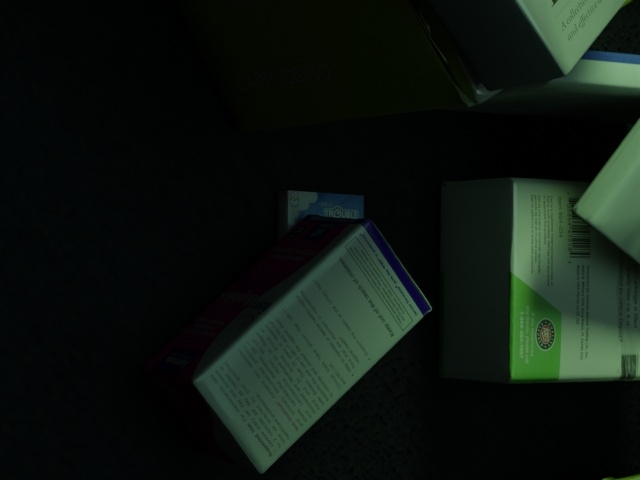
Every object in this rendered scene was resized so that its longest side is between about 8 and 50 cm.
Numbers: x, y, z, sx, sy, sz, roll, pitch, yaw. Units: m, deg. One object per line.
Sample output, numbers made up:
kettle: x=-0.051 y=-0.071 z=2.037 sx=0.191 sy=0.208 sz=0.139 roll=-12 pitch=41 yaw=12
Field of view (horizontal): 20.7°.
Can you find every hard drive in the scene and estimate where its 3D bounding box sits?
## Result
hard drive: x=0.391 y=-0.105 z=1.682 sx=0.203 sy=0.040 sz=0.307 roll=33 pitch=95 yaw=-44
hard drive: x=0.270 y=-0.151 z=1.731 sx=0.318 sy=0.210 sz=0.040 roll=1 pitch=87 yaw=-37

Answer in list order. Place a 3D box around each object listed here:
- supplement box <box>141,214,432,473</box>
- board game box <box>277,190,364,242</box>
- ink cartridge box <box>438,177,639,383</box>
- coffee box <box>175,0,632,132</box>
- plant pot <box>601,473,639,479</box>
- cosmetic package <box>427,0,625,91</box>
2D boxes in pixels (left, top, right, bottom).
supplement box: x=-0.030 y=0.087 z=1.546 sx=0.220 sy=0.111 sz=0.114 roll=-44 pitch=113 yaw=-21
board game box: x=0.000 y=0.000 z=1.643 sx=0.090 sy=0.020 sz=0.090 roll=2 pitch=86 yaw=-36
ink cartridge box: x=0.257 y=0.042 z=1.774 sx=0.272 sy=0.114 sz=0.198 roll=2 pitch=87 yaw=-36
coffee box: x=0.065 y=-0.318 z=1.505 sx=0.334 sy=0.337 sz=0.338 roll=-35 pitch=109 yaw=-32
plant pot: x=0.402 y=0.397 z=1.756 sx=0.366 sy=0.366 sz=0.353 roll=-3 pitch=78 yaw=-37
cosmetic package: x=0.177 y=-0.342 z=1.321 sx=0.284 sy=0.097 sz=0.377 roll=51 pitch=60 yaw=-21
